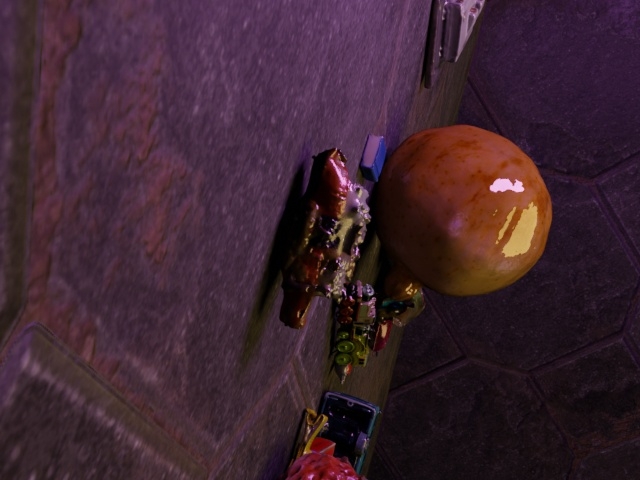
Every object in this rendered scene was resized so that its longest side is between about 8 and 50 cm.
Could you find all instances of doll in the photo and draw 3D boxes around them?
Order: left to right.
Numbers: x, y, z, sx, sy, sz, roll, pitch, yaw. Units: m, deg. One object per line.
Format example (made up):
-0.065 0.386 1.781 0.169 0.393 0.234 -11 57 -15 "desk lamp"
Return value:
0.050 0.268 1.540 0.057 0.039 0.114 -47 -161 38 "doll"

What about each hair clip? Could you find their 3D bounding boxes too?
-0.033 0.410 1.326 0.072 0.046 0.173 58 50 -69 "hair clip"

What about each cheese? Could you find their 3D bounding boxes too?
0.172 0.270 2.039 0.244 0.062 0.155 82 26 -64 "cheese"

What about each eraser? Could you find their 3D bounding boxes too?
0.095 -0.146 1.249 0.085 0.027 0.063 53 52 -75 "eraser"

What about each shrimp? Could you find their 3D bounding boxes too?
0.221 0.130 1.945 0.445 0.109 0.221 -32 108 -71 "shrimp"

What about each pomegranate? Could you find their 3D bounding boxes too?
0.276 -0.037 1.469 0.410 0.409 0.411 15 90 -78 "pomegranate"

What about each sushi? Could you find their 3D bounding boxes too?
0.004 0.001 0.861 0.097 0.103 0.226 148 -39 -83 "sushi"

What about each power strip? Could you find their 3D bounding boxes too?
0.325 -0.528 1.665 0.251 0.092 0.257 95 20 -54 "power strip"

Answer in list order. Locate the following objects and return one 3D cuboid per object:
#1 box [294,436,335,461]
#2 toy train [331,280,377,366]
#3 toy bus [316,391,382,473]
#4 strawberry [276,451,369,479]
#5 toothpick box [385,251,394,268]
-0.027 0.497 1.413 0.112 0.048 0.175 11 95 -69 "box"
0.067 0.165 1.385 0.250 0.085 0.053 91 2 -48 "toy train"
0.041 0.462 1.531 0.147 0.128 0.256 18 89 -77 "toy bus"
-0.052 0.500 1.142 0.336 0.149 0.265 -53 -179 -33 "strawberry"
0.309 -0.029 1.817 0.263 0.262 0.355 -53 157 -60 "toothpick box"
